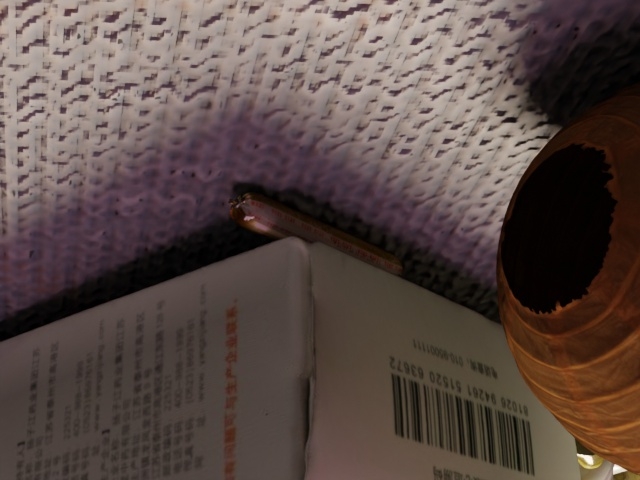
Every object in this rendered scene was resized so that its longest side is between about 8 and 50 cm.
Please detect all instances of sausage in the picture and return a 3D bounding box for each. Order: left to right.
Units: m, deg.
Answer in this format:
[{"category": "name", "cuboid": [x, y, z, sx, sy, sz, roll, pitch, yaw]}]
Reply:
[{"category": "sausage", "cuboid": [0.000, 0.000, 0.498, 0.015, 0.015, 0.100, -25, 148, 34]}]

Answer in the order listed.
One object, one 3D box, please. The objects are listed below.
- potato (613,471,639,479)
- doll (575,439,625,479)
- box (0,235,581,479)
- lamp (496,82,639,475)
[{"category": "potato", "cuboid": [0.210, 0.130, 0.738, 0.092, 0.070, 0.138, -18, 160, -16]}, {"category": "doll", "cuboid": [0.109, 0.128, 0.708, 0.129, 0.081, 0.207, -6, 155, -4]}, {"category": "box", "cuboid": [-0.059, 0.110, 0.593, 0.300, 0.106, 0.200, -21, 150, 34]}, {"category": "lamp", "cuboid": [0.124, 0.013, 0.412, 0.136, 0.136, 0.136, -4, 154, -2]}]
